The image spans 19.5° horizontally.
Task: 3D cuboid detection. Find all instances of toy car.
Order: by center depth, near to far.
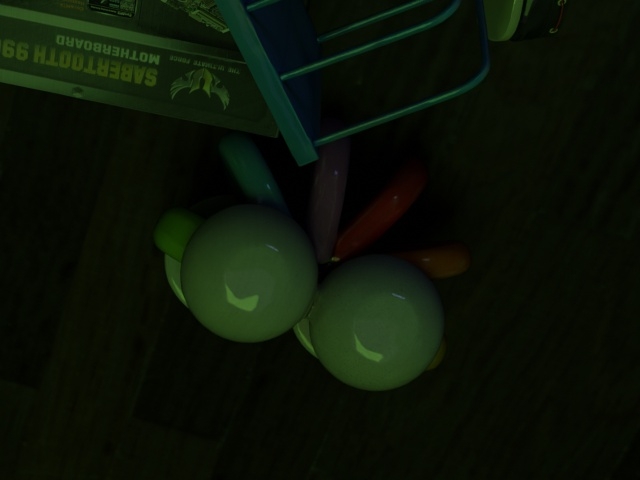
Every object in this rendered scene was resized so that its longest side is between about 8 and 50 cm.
[{"bbox_3d":[0.000,0.000,1.061,0.182,0.159,0.136,21,91,-9],"label":"toy car"}]

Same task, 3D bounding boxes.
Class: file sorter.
[{"bbox_3d":[0.003,-0.148,0.885,0.104,0.118,0.170,-18,122,14],"label":"file sorter"}]

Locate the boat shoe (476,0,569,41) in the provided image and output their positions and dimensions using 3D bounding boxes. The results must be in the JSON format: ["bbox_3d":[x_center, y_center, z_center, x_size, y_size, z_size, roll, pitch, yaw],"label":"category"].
[{"bbox_3d":[0.117,-0.167,0.975,0.042,0.049,0.133,-5,123,-25],"label":"boat shoe"}]

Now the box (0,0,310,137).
[{"bbox_3d":[-0.114,-0.163,0.991,0.231,0.056,0.183,11,126,-2],"label":"box"}]
